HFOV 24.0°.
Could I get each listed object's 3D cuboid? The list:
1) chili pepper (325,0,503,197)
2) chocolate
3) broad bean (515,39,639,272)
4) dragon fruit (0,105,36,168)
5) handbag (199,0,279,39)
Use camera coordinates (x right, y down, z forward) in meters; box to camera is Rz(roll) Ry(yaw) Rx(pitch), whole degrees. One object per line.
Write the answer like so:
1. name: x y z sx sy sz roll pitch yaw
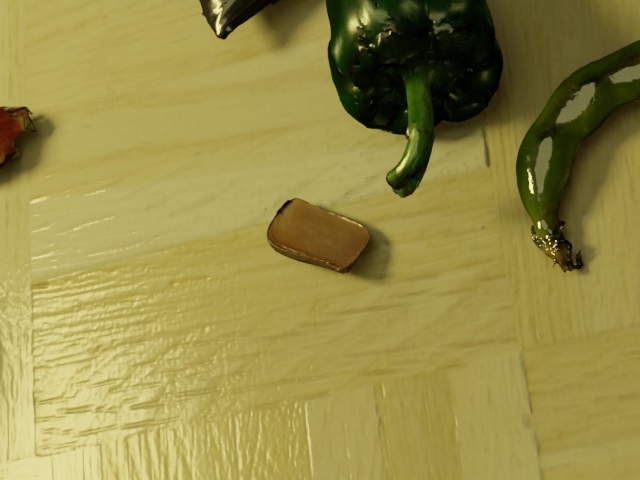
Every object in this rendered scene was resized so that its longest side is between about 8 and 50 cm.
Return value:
1. chili pepper: 0.090 -0.169 1.415 0.165 0.174 0.261 -9 60 -12
2. chocolate: 0.000 0.000 1.456 0.101 0.031 0.064 19 60 23
3. broad bean: 0.285 -0.111 1.379 0.292 0.049 0.144 -43 67 4
4. dragon fruit: -0.367 -0.115 1.622 0.116 0.086 0.081 -31 23 0
5. handbag: -0.055 -0.347 1.585 0.254 0.088 0.211 -35 59 1
